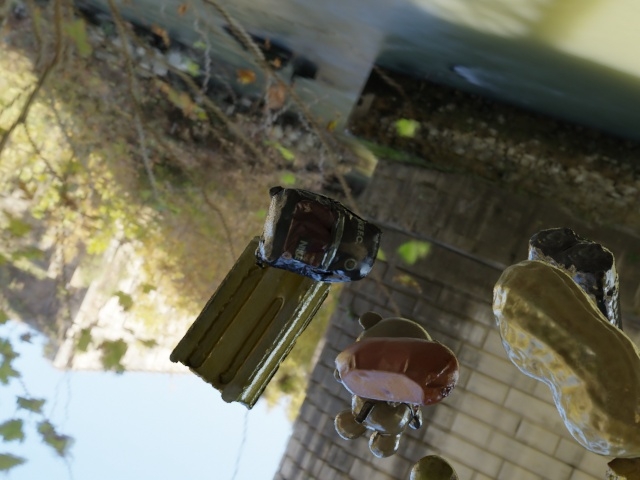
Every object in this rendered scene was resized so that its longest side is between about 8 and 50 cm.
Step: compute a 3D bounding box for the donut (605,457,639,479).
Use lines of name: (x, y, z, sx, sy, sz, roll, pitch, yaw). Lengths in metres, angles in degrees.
donut: (0.580, 0.492, 1.427, 0.151, 0.294, 0.112, -17, -161, -21)

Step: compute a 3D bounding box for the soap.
soap: (-0.102, 0.122, 1.277, 0.135, 0.233, 0.076, 31, 171, 23)

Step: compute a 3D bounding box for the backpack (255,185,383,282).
backpack: (0.002, -0.003, 1.177, 0.165, 0.119, 0.106, 13, 180, -16)

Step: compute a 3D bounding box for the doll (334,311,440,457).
doll: (0.154, 0.313, 1.937, 0.235, 0.329, 0.174, 24, 140, -2)

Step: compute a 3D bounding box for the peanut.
peanut: (0.346, 0.158, 1.167, 0.305, 0.147, 0.147, 52, -166, 30)

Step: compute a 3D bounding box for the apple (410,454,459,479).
apple: (0.195, 0.413, 1.466, 0.089, 0.074, 0.089, 58, 167, 21)

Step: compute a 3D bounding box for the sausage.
sausage: (0.149, 0.249, 1.654, 0.258, 0.133, 0.133, -3, 162, 37)

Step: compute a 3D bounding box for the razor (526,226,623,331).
razor: (0.479, 0.137, 1.561, 0.189, 0.107, 0.326, 35, 154, 56)
